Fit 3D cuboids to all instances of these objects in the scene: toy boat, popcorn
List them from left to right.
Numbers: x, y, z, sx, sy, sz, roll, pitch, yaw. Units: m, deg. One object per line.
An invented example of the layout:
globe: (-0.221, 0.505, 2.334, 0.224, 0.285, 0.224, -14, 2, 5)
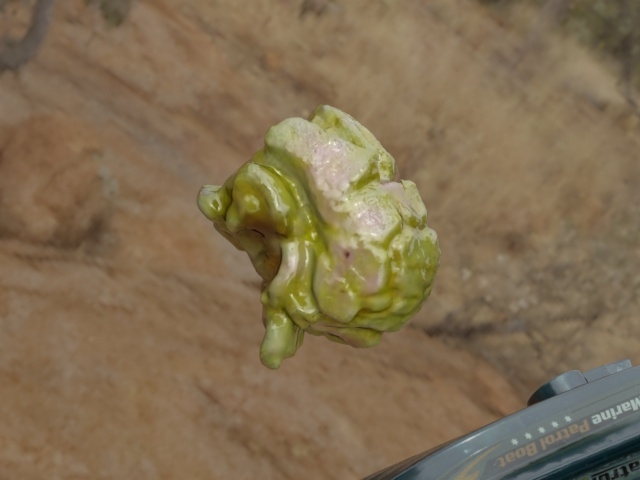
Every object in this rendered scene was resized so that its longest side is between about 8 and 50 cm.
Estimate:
popcorn: (0.001, -0.002, 0.670, 0.089, 0.109, 0.097, -11, 36, -38)
toy boat: (0.088, 0.131, 0.731, 0.246, 0.093, 0.103, -17, 61, -30)
